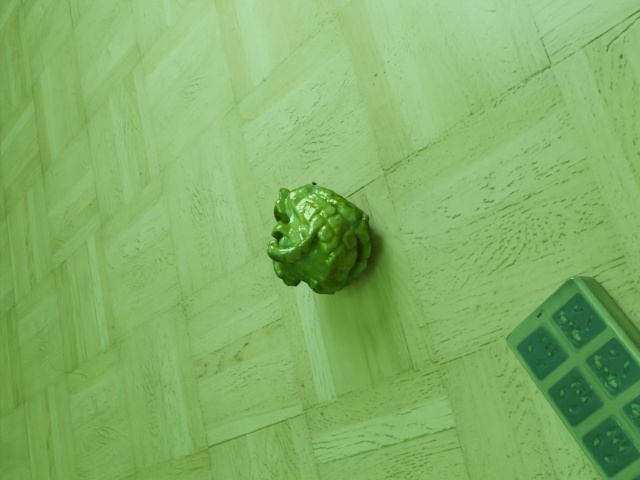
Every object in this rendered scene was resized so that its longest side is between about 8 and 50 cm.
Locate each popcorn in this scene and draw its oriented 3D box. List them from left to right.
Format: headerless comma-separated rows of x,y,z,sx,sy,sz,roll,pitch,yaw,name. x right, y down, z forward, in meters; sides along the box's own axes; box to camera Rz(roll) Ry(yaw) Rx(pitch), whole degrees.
0.000,0.000,0.913,0.135,0.162,0.142,-6,108,13,popcorn

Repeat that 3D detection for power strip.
0.301,0.193,0.621,0.106,0.043,0.367,-53,52,31,power strip
